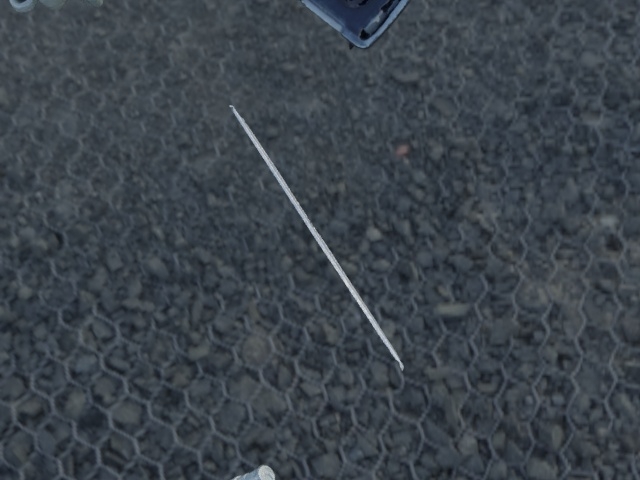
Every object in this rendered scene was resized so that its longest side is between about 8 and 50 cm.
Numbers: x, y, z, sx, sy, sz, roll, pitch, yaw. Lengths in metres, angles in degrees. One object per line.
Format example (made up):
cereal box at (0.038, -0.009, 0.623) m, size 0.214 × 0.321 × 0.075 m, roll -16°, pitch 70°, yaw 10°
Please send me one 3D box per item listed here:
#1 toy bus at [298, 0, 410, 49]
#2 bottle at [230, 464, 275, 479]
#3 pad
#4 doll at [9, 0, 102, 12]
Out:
toy bus at (-0.051, -0.425, 1.361) m, size 0.440 × 0.249 × 0.209 m, roll 37°, pitch 98°, yaw 2°
bottle at (-0.136, 0.337, 1.409) m, size 0.217 × 0.060 × 0.060 m, roll -36°, pitch 43°, yaw 31°
pad at (0.000, 0.000, 0.879) m, size 0.004 × 0.156 × 0.232 m, roll -33°, pitch 87°, yaw 0°
doll at (-0.201, -0.335, 1.093) m, size 0.138 × 0.119 × 0.293 m, roll 40°, pitch 84°, yaw -2°
